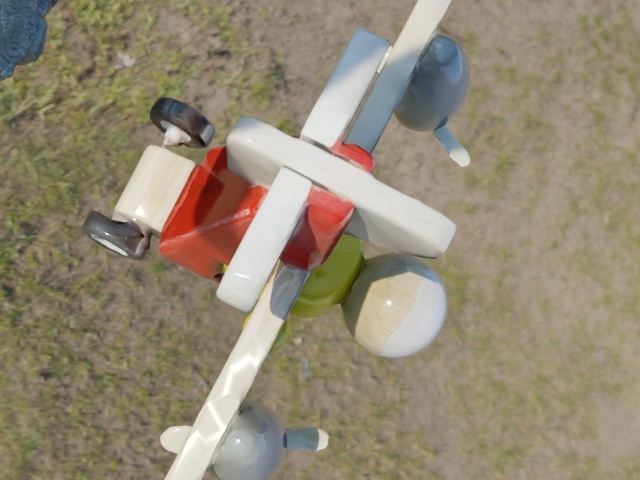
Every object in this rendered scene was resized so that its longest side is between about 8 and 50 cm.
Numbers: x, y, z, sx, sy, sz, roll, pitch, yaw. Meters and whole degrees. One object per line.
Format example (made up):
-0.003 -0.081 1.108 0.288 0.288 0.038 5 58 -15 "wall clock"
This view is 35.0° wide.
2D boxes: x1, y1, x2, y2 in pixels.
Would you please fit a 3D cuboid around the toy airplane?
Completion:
0.000 0.000 0.771 0.272 0.386 0.384 33 30 -21 "toy airplane"

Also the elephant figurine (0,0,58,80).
-0.147 -0.233 0.500 0.239 0.186 0.169 -42 147 -16 "elephant figurine"
